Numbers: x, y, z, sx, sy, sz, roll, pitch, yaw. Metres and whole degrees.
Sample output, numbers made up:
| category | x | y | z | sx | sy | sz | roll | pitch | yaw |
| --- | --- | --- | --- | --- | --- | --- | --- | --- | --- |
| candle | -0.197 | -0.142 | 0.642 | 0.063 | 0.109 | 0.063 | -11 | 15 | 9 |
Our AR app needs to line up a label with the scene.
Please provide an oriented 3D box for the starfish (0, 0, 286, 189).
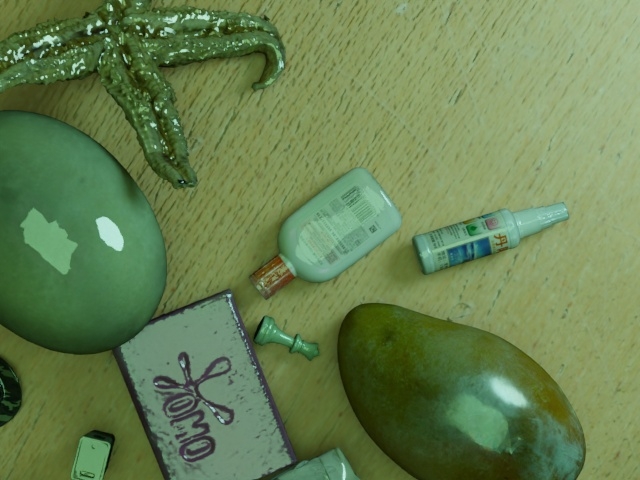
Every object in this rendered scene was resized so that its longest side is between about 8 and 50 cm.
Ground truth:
| category | x | y | z | sx | sy | sz | roll | pitch | yaw |
| --- | --- | --- | --- | --- | --- | --- | --- | --- | --- |
| starfish | -0.243 | -0.211 | 1.796 | 0.324 | 0.082 | 0.432 | 39 | 48 | 2 |

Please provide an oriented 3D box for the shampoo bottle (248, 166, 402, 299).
| category | x | y | z | sx | sy | sz | roll | pitch | yaw |
| --- | --- | --- | --- | --- | --- | --- | --- | --- | --- |
| shampoo bottle | 0.000 | 0.000 | 1.903 | 0.221 | 0.051 | 0.108 | -37 | 92 | -2 |

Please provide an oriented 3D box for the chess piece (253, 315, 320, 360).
| category | x | y | z | sx | sy | sz | roll | pitch | yaw |
| --- | --- | --- | --- | --- | --- | --- | --- | --- | --- |
| chess piece | -0.043 | 0.140 | 1.908 | 0.093 | 0.042 | 0.042 | 25 | 89 | -7 |

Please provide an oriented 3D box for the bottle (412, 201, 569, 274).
| category | x | y | z | sx | sy | sz | roll | pitch | yaw |
| --- | --- | --- | --- | --- | --- | --- | --- | --- | --- |
| bottle | 0.236 | -0.011 | 1.909 | 0.217 | 0.060 | 0.060 | -18 | 91 | -2 |

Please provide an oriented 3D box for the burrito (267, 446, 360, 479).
| category | x | y | z | sx | sy | sz | roll | pitch | yaw |
| --- | --- | --- | --- | --- | --- | --- | --- | --- | --- |
| burrito | -0.137 | 0.432 | 1.859 | 0.445 | 0.101 | 0.139 | -29 | 112 | 1 |

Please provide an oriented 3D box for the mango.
| category | x | y | z | sx | sy | sz | roll | pitch | yaw |
| --- | --- | --- | --- | --- | --- | --- | --- | --- | --- |
| mango | 0.180 | 0.218 | 1.844 | 0.384 | 0.199 | 0.221 | 39 | 95 | 11 |

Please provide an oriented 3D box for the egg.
| category | x | y | z | sx | sy | sz | roll | pitch | yaw |
| --- | --- | --- | --- | --- | --- | --- | --- | --- | --- |
| egg | -0.352 | -0.012 | 1.787 | 0.258 | 0.258 | 0.352 | -37 | 86 | -2 |

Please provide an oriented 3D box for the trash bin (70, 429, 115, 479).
| category | x | y | z | sx | sy | sz | roll | pitch | yaw |
| --- | --- | --- | --- | --- | --- | --- | --- | --- | --- |
| trash bin | -0.306 | 0.291 | 1.868 | 0.043 | 0.092 | 0.061 | 14 | 89 | -3 |

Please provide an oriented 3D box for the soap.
| category | x | y | z | sx | sy | sz | roll | pitch | yaw |
| --- | --- | --- | --- | --- | --- | --- | --- | --- | --- |
| soap | -0.158 | 0.217 | 1.880 | 0.181 | 0.081 | 0.259 | -21 | 91 | -3 |

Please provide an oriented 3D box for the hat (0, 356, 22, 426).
| category | x | y | z | sx | sy | sz | roll | pitch | yaw |
| --- | --- | --- | --- | --- | --- | --- | --- | --- | --- |
| hat | -0.469 | 0.207 | 1.882 | 0.121 | 0.050 | 0.121 | 0 | 90 | 0 |
